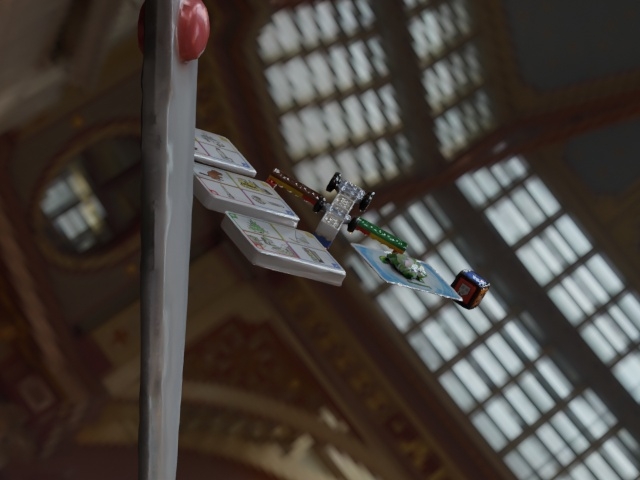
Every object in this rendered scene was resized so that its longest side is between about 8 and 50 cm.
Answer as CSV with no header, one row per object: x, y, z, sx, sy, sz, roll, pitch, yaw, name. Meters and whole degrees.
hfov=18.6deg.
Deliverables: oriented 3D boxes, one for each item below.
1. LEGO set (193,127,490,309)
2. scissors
0.000,0.000,1.348,0.182,0.244,0.060,48,-65,45,LEGO set
-0.029,-0.070,0.456,0.021,0.109,0.297,3,-64,12,scissors
